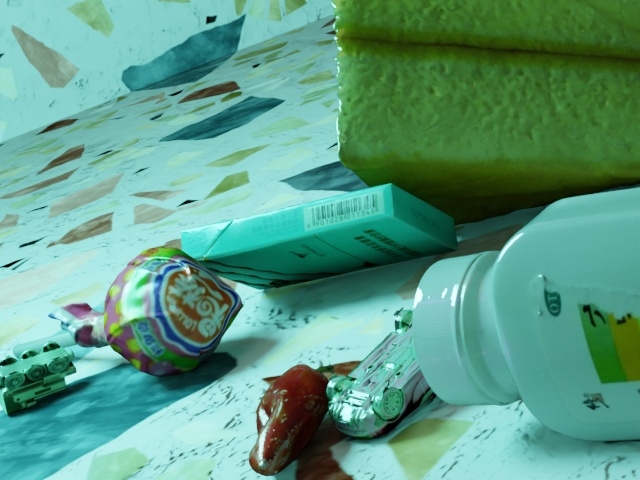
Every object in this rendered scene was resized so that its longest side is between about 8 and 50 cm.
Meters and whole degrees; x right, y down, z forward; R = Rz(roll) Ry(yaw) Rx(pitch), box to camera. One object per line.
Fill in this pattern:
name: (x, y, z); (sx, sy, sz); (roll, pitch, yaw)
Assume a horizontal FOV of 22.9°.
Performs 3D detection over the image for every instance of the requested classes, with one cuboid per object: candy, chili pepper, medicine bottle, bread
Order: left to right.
candy: (-0.218, 0.089, 1.578); (0.124, 0.124, 0.365); (-31, 10, -37)
chili pepper: (-0.025, 0.135, 1.221); (0.059, 0.050, 0.191); (-58, -3, 22)
bread: (0.217, -0.169, 1.550); (0.362, 0.233, 0.245); (-11, -23, 18)
medicine bottle: (0.209, 0.048, 1.027); (0.296, 0.161, 0.111); (-6, 18, 38)

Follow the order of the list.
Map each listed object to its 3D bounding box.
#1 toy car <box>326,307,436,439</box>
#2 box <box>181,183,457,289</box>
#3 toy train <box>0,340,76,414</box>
toy car: (0.066, 0.101, 1.224); (0.142, 0.055, 0.069); (-42, 28, -27)
box: (0.000, 0.000, 1.548); (0.226, 0.042, 0.161); (-12, -17, 24)
toy train: (-0.279, 0.133, 1.544); (0.083, 0.053, 0.033); (-18, 36, -20)
